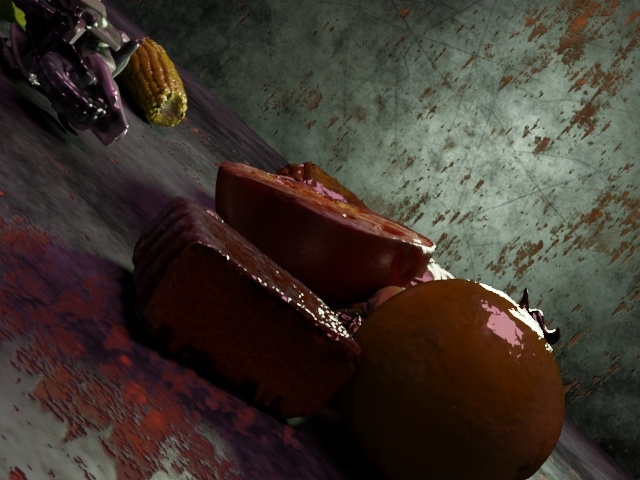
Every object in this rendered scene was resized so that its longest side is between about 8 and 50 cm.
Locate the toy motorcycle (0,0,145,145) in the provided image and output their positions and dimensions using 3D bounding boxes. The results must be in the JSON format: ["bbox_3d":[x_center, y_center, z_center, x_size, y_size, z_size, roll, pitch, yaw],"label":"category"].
[{"bbox_3d":[-0.312,-0.234,1.311,0.188,0.143,0.327,37,15,-42],"label":"toy motorcycle"}]

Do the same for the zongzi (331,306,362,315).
[{"bbox_3d":[0.087,0.181,1.450,0.178,0.081,0.189,3,52,-6],"label":"zongzi"}]

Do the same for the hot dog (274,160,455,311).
[{"bbox_3d":[0.052,0.032,1.656,0.387,0.174,0.267,40,3,10],"label":"hot dog"}]

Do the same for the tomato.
[{"bbox_3d":[-0.009,0.008,1.392,0.338,0.144,0.338,20,8,-3],"label":"tomato"}]

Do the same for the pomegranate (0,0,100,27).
[{"bbox_3d":[-0.453,-0.448,1.494,0.260,0.260,0.340,43,31,10],"label":"pomegranate"}]

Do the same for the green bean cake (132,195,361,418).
[{"bbox_3d":[-0.070,0.070,0.926,0.232,0.097,0.198,40,5,-24],"label":"green bean cake"}]

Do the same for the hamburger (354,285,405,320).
[{"bbox_3d":[0.126,0.174,1.283,0.243,0.146,0.286,49,4,-7],"label":"hamburger"}]

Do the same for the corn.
[{"bbox_3d":[-0.323,-0.308,1.898,0.115,0.115,0.318,38,7,-34],"label":"corn"}]

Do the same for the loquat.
[{"bbox_3d":[0.136,0.150,1.011,0.244,0.244,0.244,42,6,-6],"label":"loquat"}]

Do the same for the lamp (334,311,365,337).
[{"bbox_3d":[0.022,0.126,1.132,0.107,0.092,0.107,9,26,-4],"label":"lamp"}]
